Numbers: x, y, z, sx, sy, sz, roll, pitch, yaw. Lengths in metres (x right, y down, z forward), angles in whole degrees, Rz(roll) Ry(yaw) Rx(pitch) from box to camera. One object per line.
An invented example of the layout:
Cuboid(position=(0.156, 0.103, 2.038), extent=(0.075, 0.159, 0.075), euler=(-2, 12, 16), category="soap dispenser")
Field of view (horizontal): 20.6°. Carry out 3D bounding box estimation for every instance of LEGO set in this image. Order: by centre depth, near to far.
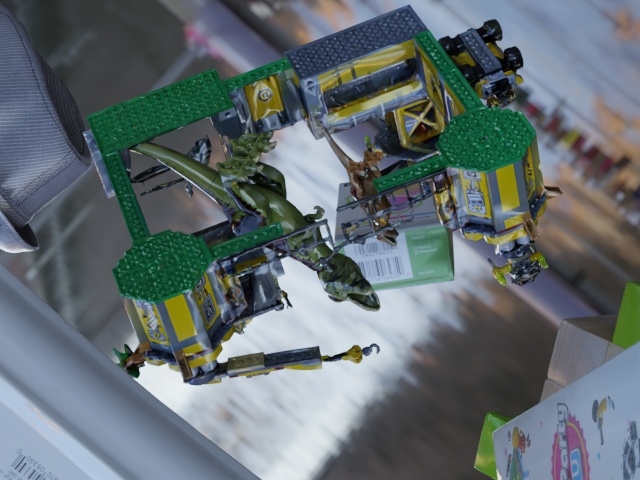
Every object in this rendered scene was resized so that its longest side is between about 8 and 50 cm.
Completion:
Cuboid(position=(0.000, 0.000, 1.198), extent=(0.255, 0.331, 0.192), euler=(51, 163, 45), category="LEGO set")

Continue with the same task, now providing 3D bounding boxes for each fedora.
Cuboid(position=(-0.290, -0.123, 1.548), extent=(0.275, 0.124, 0.244), euler=(55, 177, 41), category="fedora")

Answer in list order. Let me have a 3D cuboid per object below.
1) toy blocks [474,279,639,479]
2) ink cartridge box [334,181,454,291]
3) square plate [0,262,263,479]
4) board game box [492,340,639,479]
Cuboid(position=(0.275, 0.204, 1.395), extent=(0.261, 0.381, 0.190), euler=(-3, -160, -42), category="toy blocks")
Cuboid(position=(0.074, -0.021, 1.755), extent=(0.209, 0.109, 0.062), euler=(-82, -17, -67), category="ink cartridge box")
Cuboid(position=(-0.194, 0.201, 0.848), extent=(0.347, 0.344, 0.049), euler=(38, 174, 10), category="square plate")
Cuboid(position=(0.243, 0.110, 0.938), extent=(0.224, 0.098, 0.303), euler=(-2, 164, -12), category="board game box")
